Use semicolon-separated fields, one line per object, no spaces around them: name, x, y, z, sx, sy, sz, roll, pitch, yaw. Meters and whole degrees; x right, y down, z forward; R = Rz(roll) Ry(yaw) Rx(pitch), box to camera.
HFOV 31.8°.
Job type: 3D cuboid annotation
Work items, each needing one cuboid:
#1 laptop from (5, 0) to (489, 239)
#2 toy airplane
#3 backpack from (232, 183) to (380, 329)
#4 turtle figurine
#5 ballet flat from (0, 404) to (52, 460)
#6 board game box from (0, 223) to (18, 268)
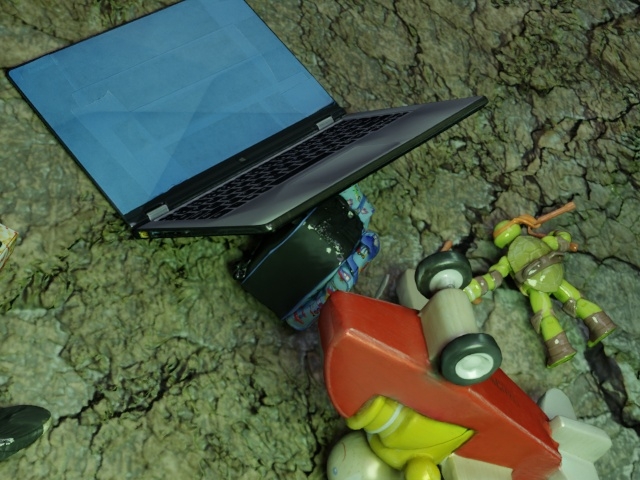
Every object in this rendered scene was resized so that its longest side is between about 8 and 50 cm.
laptop;-0.091;-0.184;1.366;0.382;0.407;0.236;-33;110;-36
toy airplane;0.138;0.213;1.222;0.384;0.272;0.386;59;18;5
backpack;0.000;0.000;1.339;0.117;0.158;0.173;43;39;-5
turtle figurine;0.297;0.045;1.480;0.269;0.087;0.217;-22;70;-34
ballet flat;-0.342;0.213;1.113;0.057;0.049;0.173;25;39;36
board game box;-0.431;0.035;1.177;0.146;0.045;0.194;29;52;-4
